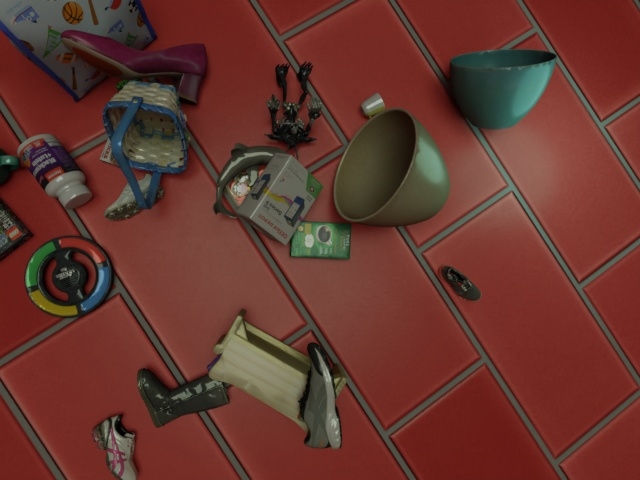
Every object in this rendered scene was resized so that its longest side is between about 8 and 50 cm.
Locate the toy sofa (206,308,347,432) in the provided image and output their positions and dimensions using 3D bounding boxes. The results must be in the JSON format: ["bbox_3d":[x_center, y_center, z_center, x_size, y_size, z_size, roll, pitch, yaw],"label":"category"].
[{"bbox_3d":[-0.122,0.357,1.156,0.362,0.150,0.177,31,86,-4],"label":"toy sofa"}]

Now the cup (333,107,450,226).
[{"bbox_3d":[0.229,-0.171,1.185,0.236,0.331,0.331,21,82,-30],"label":"cup"}]

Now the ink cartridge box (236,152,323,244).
[{"bbox_3d":[-0.113,-0.117,1.178,0.154,0.093,0.212,41,79,-39],"label":"ink cartridge box"}]

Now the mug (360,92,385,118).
[{"bbox_3d":[0.164,-0.414,1.300,0.064,0.062,0.078,-27,83,-1],"label":"mug"}]

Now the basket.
[{"bbox_3d":[-0.456,-0.262,1.087,0.201,0.255,0.289,8,59,-2],"label":"basket"}]

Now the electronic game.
[{"bbox_3d":[-0.697,0.100,1.153,0.229,0.048,0.229,1,86,-7],"label":"electronic game"}]

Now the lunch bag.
[{"bbox_3d":[-0.649,-0.599,1.045,0.239,0.385,0.328,44,83,-3],"label":"lunch bag"}]

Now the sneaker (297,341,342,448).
[{"bbox_3d":[-0.011,0.395,1.044,0.107,0.100,0.272,-7,89,-1],"label":"sneaker"}]

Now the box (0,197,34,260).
[{"bbox_3d":[-0.942,-0.001,1.131,0.233,0.044,0.159,-42,91,-8],"label":"box"}]

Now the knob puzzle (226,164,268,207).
[{"bbox_3d":[-0.188,-0.160,1.248,0.213,0.030,0.213,0,86,-7],"label":"knob puzzle"}]

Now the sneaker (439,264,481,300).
[{"bbox_3d":[0.439,0.137,1.288,0.158,0.065,0.061,36,82,-3],"label":"sneaker"}]

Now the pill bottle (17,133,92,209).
[{"bbox_3d":[-0.723,-0.185,1.141,0.108,0.108,0.193,-37,91,-9],"label":"pill bottle"}]

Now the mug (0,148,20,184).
[{"bbox_3d":[-0.908,-0.199,1.124,0.157,0.097,0.130,29,82,-5],"label":"mug"}]

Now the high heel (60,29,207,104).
[{"bbox_3d":[-0.480,-0.516,1.115,0.127,0.377,0.181,10,90,36],"label":"high heel"}]

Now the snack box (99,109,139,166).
[{"bbox_3d":[-0.579,-0.305,1.213,0.064,0.022,0.178,19,84,-4],"label":"snack box"}]

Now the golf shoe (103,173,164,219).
[{"bbox_3d":[-0.544,-0.125,1.192,0.176,0.069,0.086,-32,73,-14],"label":"golf shoe"}]

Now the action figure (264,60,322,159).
[{"bbox_3d":[-0.084,-0.389,1.226,0.164,0.141,0.276,0,82,-9],"label":"action figure"}]

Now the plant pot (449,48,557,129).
[{"bbox_3d":[0.540,-0.455,1.266,0.290,0.290,0.196,-12,122,-8],"label":"plant pot"}]

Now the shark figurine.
[{"bbox_3d":[-0.245,-0.205,1.184,0.166,0.116,0.278,37,77,13],"label":"shark figurine"}]

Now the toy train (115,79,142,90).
[{"bbox_3d":[-0.569,-0.472,1.230,0.083,0.017,0.024,-30,80,-9],"label":"toy train"}]

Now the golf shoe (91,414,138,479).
[{"bbox_3d":[-0.540,0.568,1.126,0.086,0.067,0.186,-29,89,-10],"label":"golf shoe"}]

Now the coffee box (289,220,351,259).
[{"bbox_3d":[0.000,0.000,1.254,0.184,0.040,0.113,2,85,-7],"label":"coffee box"}]

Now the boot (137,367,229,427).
[{"bbox_3d":[-0.379,0.409,1.157,0.208,0.076,0.190,-20,103,-2],"label":"boot"}]
